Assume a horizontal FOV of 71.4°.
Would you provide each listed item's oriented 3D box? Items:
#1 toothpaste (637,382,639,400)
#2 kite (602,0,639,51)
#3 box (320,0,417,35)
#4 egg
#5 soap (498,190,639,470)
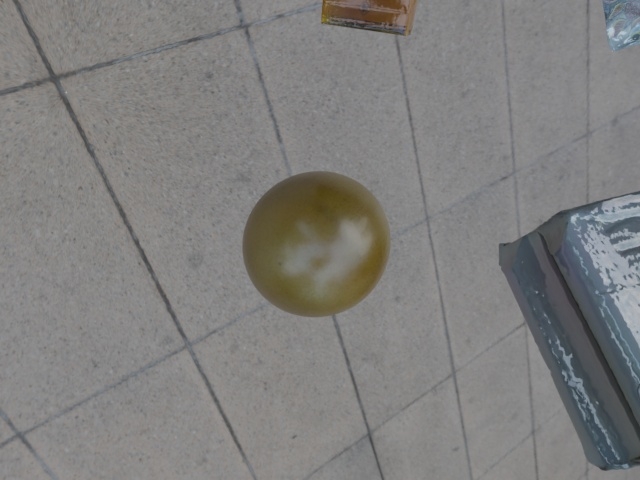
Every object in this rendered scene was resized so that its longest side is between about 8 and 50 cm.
[{"bbox_3d":[0.237,0.181,0.188,0.096,0.061,0.265,-11,68,-13],"label":"toothpaste"},{"bbox_3d":[0.397,-0.369,0.583,0.127,0.016,0.229,-33,94,8],"label":"kite"},{"bbox_3d":[0.090,-0.464,0.710,0.070,0.152,0.237,-54,155,-54],"label":"box"},{"bbox_3d":[0.000,0.000,0.796,0.250,0.322,0.249,5,108,16],"label":"egg"},{"bbox_3d":[0.575,0.140,0.792,0.351,0.213,0.434,-8,69,-15],"label":"soap"}]
